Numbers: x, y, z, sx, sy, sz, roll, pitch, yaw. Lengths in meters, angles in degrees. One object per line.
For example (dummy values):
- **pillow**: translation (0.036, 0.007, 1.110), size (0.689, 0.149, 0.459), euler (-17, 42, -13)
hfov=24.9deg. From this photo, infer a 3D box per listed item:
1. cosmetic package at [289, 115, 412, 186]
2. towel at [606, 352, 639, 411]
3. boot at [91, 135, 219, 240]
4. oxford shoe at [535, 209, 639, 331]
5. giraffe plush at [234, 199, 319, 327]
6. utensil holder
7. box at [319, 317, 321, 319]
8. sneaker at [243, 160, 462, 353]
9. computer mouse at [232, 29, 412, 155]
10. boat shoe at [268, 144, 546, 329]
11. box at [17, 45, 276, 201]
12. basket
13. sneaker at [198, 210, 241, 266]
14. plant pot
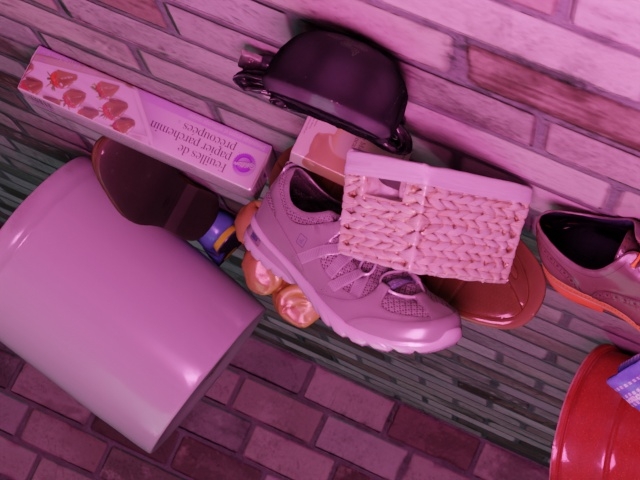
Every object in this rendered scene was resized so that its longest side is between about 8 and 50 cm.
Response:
- **cosmetic package**: translation (0.031, -0.088, 1.495), size (0.115, 0.060, 0.041), euler (24, 169, 1)
- **towel**: translation (0.436, 0.216, 1.328), size (0.336, 0.040, 0.243), euler (46, 154, 0)
- **boot**: translation (-0.262, -0.087, 2.079), size (0.115, 0.112, 0.305), euler (32, 176, 27)
- **oxford shoe**: translation (0.320, 0.040, 1.366), size (0.271, 0.097, 0.098), euler (18, 160, 33)
- **giraffe plush**: translation (0.000, 0.000, 1.807), size (0.210, 0.181, 0.170), euler (-12, -174, -5)
- **utensil holder**: translation (-0.328, 0.108, 2.328), size (0.385, 0.328, 0.327), euler (38, 170, 4)
- **box**: translation (0.027, 0.054, 2.060), size (0.153, 0.108, 0.207), euler (23, 169, 8)
- **sneaker**: translation (0.033, 0.019, 1.499), size (0.281, 0.115, 0.105), euler (33, -150, 28)
- **computer mouse**: translation (0.012, -0.141, 1.281), size (0.188, 0.072, 0.272), euler (24, -178, -2)
- **boat shoe**: translation (0.104, -0.002, 1.614), size (0.342, 0.123, 0.123), euler (25, 178, 23)
- **box**: translation (-0.212, -0.143, 1.776), size (0.324, 0.063, 0.067), euler (24, 171, 9)
- **basket**: translation (0.107, -0.021, 1.399), size (0.167, 0.103, 0.113), euler (9, -176, -45)
- **sneaker**: translation (-0.169, -0.014, 2.327), size (0.082, 0.069, 0.209), euler (41, 172, 6)
- **plant pot**: translation (0.465, 0.288, 1.839), size (0.265, 0.272, 0.272), euler (10, 163, 31)
